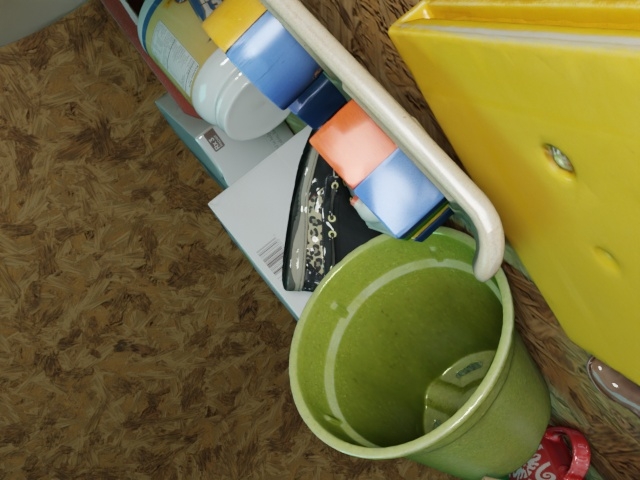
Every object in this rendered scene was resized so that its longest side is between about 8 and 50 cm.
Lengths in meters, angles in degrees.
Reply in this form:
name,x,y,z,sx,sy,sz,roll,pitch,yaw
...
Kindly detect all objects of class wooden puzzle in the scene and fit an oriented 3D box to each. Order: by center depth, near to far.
name,x,y,z,sx,sy,sz,roll,pitch,yaw
wooden puzzle,0.022,-0.104,0.646,0.348,0.080,0.322,52,-171,7

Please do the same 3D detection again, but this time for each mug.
name,x,y,z,sx,sy,sz,roll,pitch,yaw
mug,0.325,0.323,1.053,0.113,0.150,0.169,40,-163,-11

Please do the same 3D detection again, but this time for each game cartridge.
name,x,y,z,sx,sy,sz,roll,pitch,yaw
game cartridge,0.193,-0.003,0.473,0.324,0.052,0.285,52,174,-26

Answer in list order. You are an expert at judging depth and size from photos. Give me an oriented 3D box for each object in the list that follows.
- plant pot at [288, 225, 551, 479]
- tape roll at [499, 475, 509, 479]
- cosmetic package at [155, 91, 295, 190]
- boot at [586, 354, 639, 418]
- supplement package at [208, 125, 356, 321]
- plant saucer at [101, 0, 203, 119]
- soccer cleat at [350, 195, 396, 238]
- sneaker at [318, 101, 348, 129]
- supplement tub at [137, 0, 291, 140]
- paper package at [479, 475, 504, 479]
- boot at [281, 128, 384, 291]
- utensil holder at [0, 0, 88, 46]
name,x,y,z,sx,sy,sz,roll,pitch,yaw
plant pot,0.145,0.163,0.920,0.254,0.276,0.276,43,-179,-42
tape roll,0.354,0.510,1.316,0.321,0.077,0.321,49,-148,-46
cosmetic package,-0.173,-0.202,1.512,0.217,0.156,0.385,55,172,-31
boot,0.280,0.133,0.631,0.106,0.037,0.114,39,177,2
supplement package,0.000,0.000,1.146,0.262,0.204,0.145,50,174,14
plant saucer,-0.227,-0.320,1.188,0.259,0.047,0.258,54,-158,-21
soccer cleat,0.085,-0.031,0.865,0.076,0.068,0.196,34,-172,10
sneaker,0.026,-0.132,0.911,0.144,0.053,0.059,54,176,-7
supplement tub,-0.128,-0.239,0.996,0.200,0.144,0.144,49,173,22
paper package,0.311,0.457,0.889,0.309,0.168,0.325,12,139,26
boot,0.051,-0.036,1.018,0.178,0.236,0.085,11,174,-8
utensil holder,-0.258,-0.362,0.480,0.385,0.327,0.327,50,174,-9
